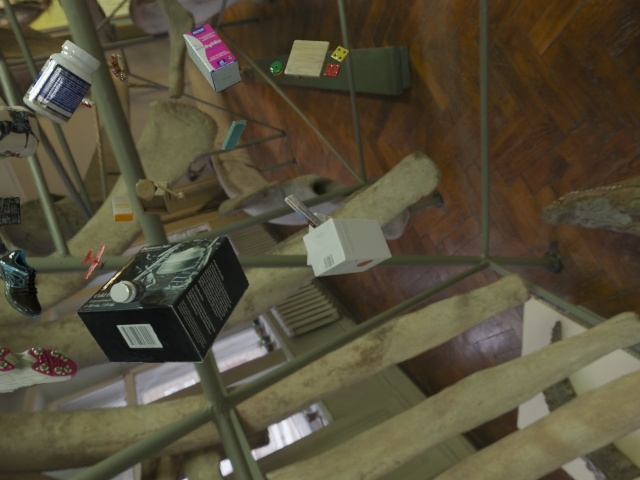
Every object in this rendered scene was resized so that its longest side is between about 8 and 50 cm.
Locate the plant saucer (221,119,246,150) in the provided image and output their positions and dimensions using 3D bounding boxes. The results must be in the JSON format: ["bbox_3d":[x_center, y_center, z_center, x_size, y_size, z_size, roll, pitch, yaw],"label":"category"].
[{"bbox_3d":[-0.398,-0.481,2.141,0.018,0.067,0.192,60,140,17],"label":"plant saucer"}]

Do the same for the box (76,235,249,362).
[{"bbox_3d":[-0.635,0.245,1.958,0.471,0.480,0.297,-63,-39,-54],"label":"box"}]

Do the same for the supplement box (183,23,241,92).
[{"bbox_3d":[-0.407,-0.688,1.752,0.220,0.111,0.114,53,166,18],"label":"supplement box"}]

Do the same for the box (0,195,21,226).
[{"bbox_3d":[-0.917,-0.085,1.358,0.018,0.067,0.083,16,108,28],"label":"box"}]

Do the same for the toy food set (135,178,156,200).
[{"bbox_3d":[-0.710,-0.208,1.885,0.020,0.083,0.082,21,87,52],"label":"toy food set"}]

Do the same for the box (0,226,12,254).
[{"bbox_3d":[-1.355,-0.074,1.776,0.343,0.179,0.312,7,120,59],"label":"box"}]

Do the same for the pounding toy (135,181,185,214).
[{"bbox_3d":[-0.689,-0.208,2.034,0.181,0.206,0.094,93,176,-51],"label":"pounding toy"}]

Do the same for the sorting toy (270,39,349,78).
[{"bbox_3d":[-0.033,-0.623,1.616,0.046,0.275,0.132,38,-115,-67],"label":"sorting toy"}]

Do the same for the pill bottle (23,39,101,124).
[{"bbox_3d":[-0.907,-0.559,1.643,0.153,0.264,0.153,34,-178,-1],"label":"pill bottle"}]

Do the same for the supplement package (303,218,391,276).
[{"bbox_3d":[0.111,0.027,1.864,0.177,0.293,0.175,-33,69,40],"label":"supplement package"}]

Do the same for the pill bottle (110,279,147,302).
[{"bbox_3d":[-0.673,0.180,1.631,0.137,0.078,0.078,57,-168,-87],"label":"pill bottle"}]

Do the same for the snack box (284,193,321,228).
[{"bbox_3d":[-0.073,-0.125,1.984,0.178,0.064,0.022,44,117,2],"label":"snack box"}]

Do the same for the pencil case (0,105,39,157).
[{"bbox_3d":[-0.991,-0.293,1.300,0.410,0.184,0.159,-49,-60,-69],"label":"pencil case"}]

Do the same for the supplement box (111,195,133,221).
[{"bbox_3d":[-0.711,-0.114,1.662,0.098,0.062,0.036,63,145,35],"label":"supplement box"}]

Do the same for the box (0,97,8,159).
[{"bbox_3d":[-1.288,-0.430,1.788,0.232,0.127,0.148,-39,85,40],"label":"box"}]

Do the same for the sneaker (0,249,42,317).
[{"bbox_3d":[-1.389,0.200,2.164,0.340,0.140,0.125,56,179,5],"label":"sneaker"}]

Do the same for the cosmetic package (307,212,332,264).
[{"bbox_3d":[0.000,0.000,2.122,0.060,0.099,0.239,-19,64,52],"label":"cosmetic package"}]

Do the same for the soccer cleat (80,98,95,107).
[{"bbox_3d":[-1.005,-0.594,1.986,0.083,0.035,0.029,25,145,12],"label":"soccer cleat"}]

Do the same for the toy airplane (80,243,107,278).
[{"bbox_3d":[-0.897,0.079,1.828,0.151,0.151,0.028,59,-173,31],"label":"toy airplane"}]

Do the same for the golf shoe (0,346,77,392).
[{"bbox_3d":[-0.943,0.416,1.467,0.140,0.306,0.115,-53,44,17],"label":"golf shoe"}]

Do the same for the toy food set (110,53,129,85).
[{"bbox_3d":[-0.741,-0.626,1.697,0.078,0.019,0.122,32,146,23],"label":"toy food set"}]
